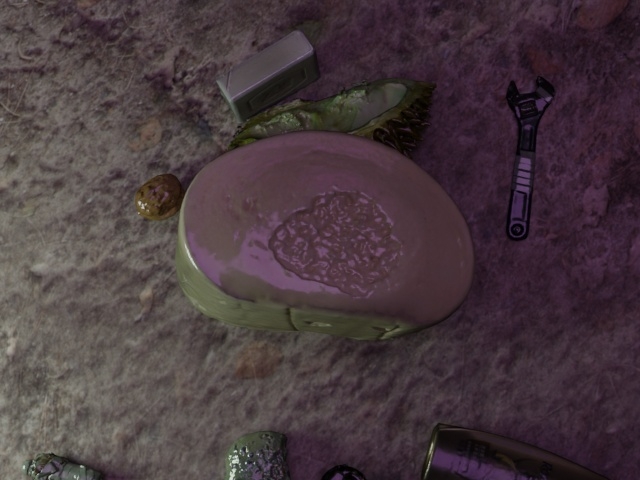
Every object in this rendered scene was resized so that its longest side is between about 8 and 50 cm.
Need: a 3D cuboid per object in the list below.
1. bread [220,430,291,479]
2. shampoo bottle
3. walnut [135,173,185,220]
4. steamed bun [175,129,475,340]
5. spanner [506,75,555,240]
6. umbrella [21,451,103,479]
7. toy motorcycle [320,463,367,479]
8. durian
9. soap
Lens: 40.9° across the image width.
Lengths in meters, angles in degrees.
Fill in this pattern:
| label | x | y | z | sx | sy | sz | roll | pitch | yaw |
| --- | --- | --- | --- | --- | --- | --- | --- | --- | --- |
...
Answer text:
| label | x | y | z | sx | sy | sz | roll | pitch | yaw |
| --- | --- | --- | --- | --- | --- | --- | --- | --- | --- |
| bread | -0.117 | 0.440 | 1.454 | 0.172 | 0.064 | 0.232 | 38 | 84 | 11 |
| shampoo bottle | 0.349 | 0.407 | 1.431 | 0.350 | 0.084 | 0.126 | 17 | 78 | 5 |
| walnut | -0.293 | -0.077 | 1.559 | 0.096 | 0.079 | 0.082 | -38 | 78 | -7 |
| steamed bun | 0.000 | 0.000 | 1.384 | 0.455 | 0.371 | 0.290 | 8 | 76 | -6 |
| spanner | 0.372 | -0.154 | 1.577 | 0.087 | 0.024 | 0.316 | 8 | 80 | 6 |
| umbrella | -0.447 | 0.405 | 1.482 | 0.143 | 0.062 | 0.067 | 11 | 110 | 4 |
| toy motorcycle | 0.166 | 0.523 | 1.390 | 0.401 | 0.134 | 0.207 | 19 | 80 | 8 |
| durian | 0.022 | -0.204 | 1.538 | 0.394 | 0.163 | 0.198 | -10 | 76 | 7 |
| soap | -0.095 | -0.301 | 1.576 | 0.183 | 0.121 | 0.064 | -32 | 78 | -3 |
